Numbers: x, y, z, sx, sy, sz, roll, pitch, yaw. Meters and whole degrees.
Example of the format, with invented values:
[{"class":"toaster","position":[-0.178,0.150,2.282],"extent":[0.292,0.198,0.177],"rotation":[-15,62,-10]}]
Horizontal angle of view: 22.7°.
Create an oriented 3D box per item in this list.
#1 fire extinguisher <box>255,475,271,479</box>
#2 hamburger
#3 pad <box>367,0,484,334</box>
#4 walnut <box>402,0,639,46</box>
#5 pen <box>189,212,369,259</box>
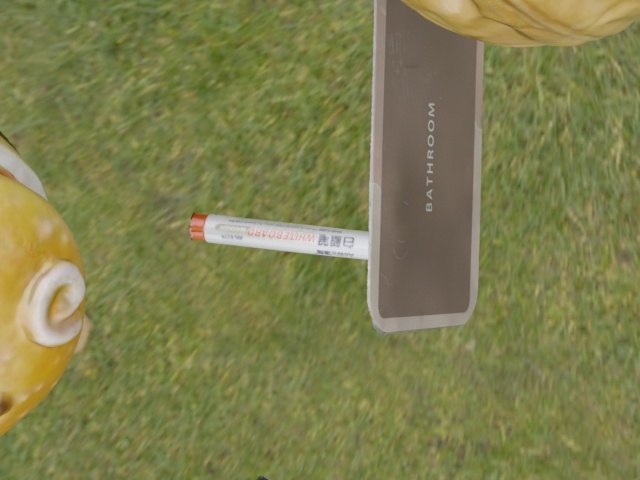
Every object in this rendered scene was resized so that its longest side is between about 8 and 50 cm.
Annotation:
[{"class":"fire extinguisher","position":[-0.032,0.144,0.776],"extent":[0.032,0.100,0.046],"rotation":[-37,83,49]},{"class":"hamburger","position":[-0.313,0.062,1.192],"extent":[0.261,0.186,0.303],"rotation":[8,120,-37]},{"class":"pad","position":[0.082,-0.065,1.202],"extent":[0.002,0.176,0.266],"rotation":[2,91,32]},{"class":"walnut","position":[0.067,-0.154,0.560],"extent":[0.165,0.165,0.197],"rotation":[-33,131,15]},{"class":"pen","position":[0.000,0.000,1.353],"extent":[0.239,0.028,0.028],"rotation":[6,104,19]}]
